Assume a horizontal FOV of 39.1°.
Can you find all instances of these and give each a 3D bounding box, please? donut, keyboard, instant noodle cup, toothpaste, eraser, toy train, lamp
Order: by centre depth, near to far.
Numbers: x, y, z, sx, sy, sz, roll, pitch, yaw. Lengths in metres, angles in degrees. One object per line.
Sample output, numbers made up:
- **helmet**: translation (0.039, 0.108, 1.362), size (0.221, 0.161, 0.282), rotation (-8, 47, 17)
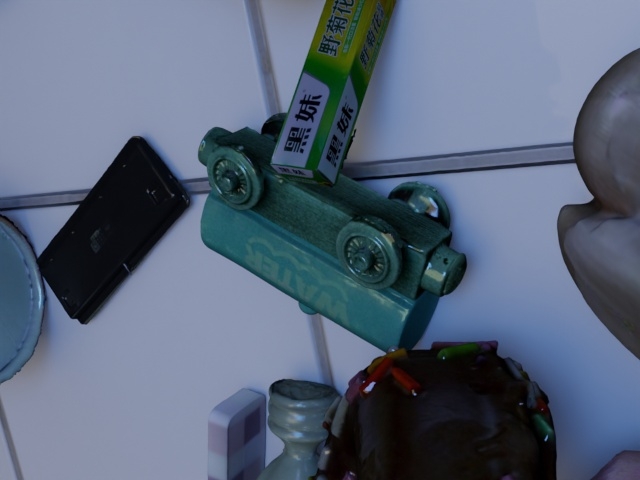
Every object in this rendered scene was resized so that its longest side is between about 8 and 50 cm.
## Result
- **toothpaste**: translation (0.014, -0.128, 0.660), size (0.043, 0.037, 0.178), rotation (12, 77, 28)
- **donut**: translation (0.061, 0.204, 0.661), size (0.136, 0.259, 0.345), rotation (12, 143, -8)
- **toy train**: translation (0.000, 0.000, 0.741), size (0.248, 0.101, 0.159), rotation (29, 133, 23)
- **lamp**: translation (-0.019, 0.226, 0.828), size (0.106, 0.106, 0.193), rotation (11, 103, 29)
- **eraser**: translation (-0.081, 0.202, 0.874), size (0.026, 0.065, 0.105), rotation (13, 112, 27)
- **keyboard**: translation (-0.213, -0.004, 0.913), size (0.230, 0.025, 0.093), rotation (-43, 80, 35)
- **instant noodle cup**: translation (-0.447, 0.068, 0.973), size (0.231, 0.243, 0.243), rotation (-5, 104, 26)

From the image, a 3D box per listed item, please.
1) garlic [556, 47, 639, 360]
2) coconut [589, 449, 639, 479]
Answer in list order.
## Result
- **garlic**: translation (0.258, -0.041, 0.474), size (0.279, 0.132, 0.325), rotation (-47, 45, 14)
- **coconut**: translation (0.242, 0.255, 0.585), size (0.245, 0.233, 0.233), rotation (1, 107, 30)
